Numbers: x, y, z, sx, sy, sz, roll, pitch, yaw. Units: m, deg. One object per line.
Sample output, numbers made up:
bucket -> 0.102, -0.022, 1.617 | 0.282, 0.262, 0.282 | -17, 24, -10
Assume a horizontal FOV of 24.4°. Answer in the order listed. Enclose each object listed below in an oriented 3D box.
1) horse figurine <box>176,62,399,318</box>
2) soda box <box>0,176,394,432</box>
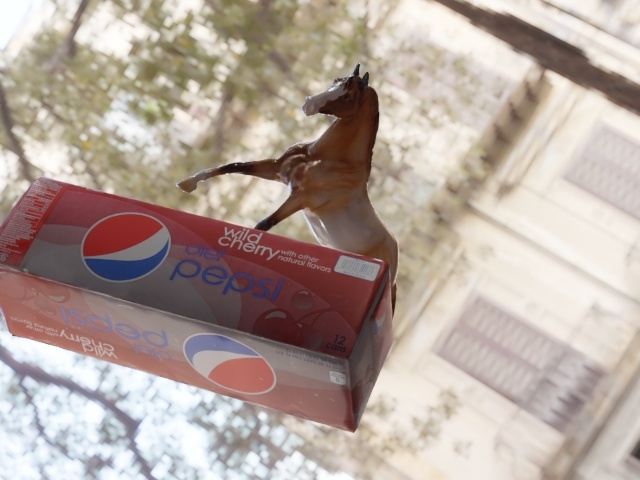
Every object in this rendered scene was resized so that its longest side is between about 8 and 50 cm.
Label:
horse figurine -> 0.000, 0.000, 1.229 | 0.174, 0.066, 0.263 | -28, -64, -8
soda box -> -0.087, 0.040, 0.991 | 0.092, 0.263, 0.083 | 84, -155, -52
